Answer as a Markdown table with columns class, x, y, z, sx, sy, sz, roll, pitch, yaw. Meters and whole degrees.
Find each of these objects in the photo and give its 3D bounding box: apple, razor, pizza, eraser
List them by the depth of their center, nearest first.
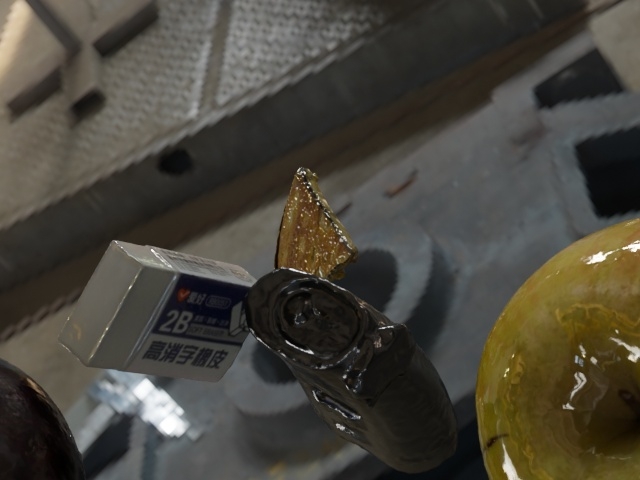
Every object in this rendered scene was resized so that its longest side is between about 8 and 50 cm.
| class | x | y | z | sx | sy | sz | roll | pitch | yaw |
| --- | --- | --- | --- | --- | --- | --- | --- | --- | --- |
| apple | 0.243 | 0.121 | 0.999 | 0.286 | 0.233 | 0.286 | -9 | 76 | 41 |
| eraser | -0.157 | 0.076 | 1.569 | 0.068 | 0.210 | 0.124 | 38 | 103 | 32 |
| razor | 0.040 | 0.139 | 1.634 | 0.189 | 0.327 | 0.107 | 26 | 75 | 27 |
| pizza | 0.000 | 0.000 | 1.766 | 0.176 | 0.036 | 0.185 | -14 | 72 | 57 |

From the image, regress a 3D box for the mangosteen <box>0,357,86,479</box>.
| class | x | y | z | sx | sy | sz | roll | pitch | yaw |
| --- | --- | --- | --- | --- | --- | --- | --- | --- | --- |
| mangosteen | -0.379 | 0.227 | 1.401 | 0.306 | 0.347 | 0.307 | -10 | 58 | 17 |
